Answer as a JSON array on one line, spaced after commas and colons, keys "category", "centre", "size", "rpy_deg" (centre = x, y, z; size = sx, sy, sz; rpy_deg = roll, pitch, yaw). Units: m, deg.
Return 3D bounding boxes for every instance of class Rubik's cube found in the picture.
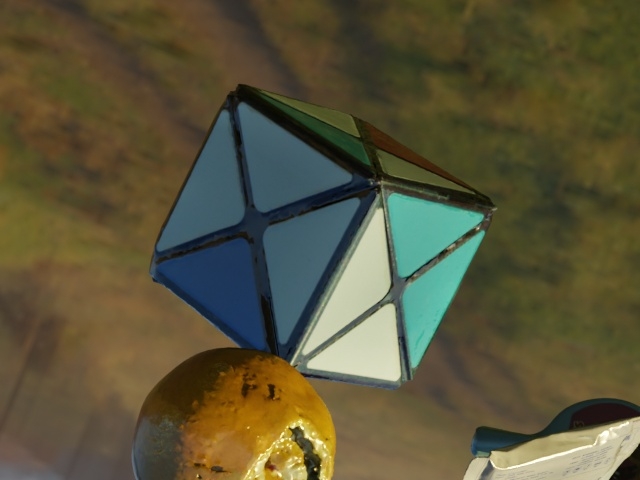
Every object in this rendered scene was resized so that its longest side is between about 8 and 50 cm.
[{"category": "Rubik's cube", "centre": [0.000, 0.000, 2.197], "size": [0.250, 0.246, 0.248], "rpy_deg": [35, -165, 34]}]

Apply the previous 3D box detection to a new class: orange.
[{"category": "orange", "centre": [-0.059, 0.153, 1.446], "size": [0.154, 0.155, 0.134], "rpy_deg": [27, 165, -34]}]

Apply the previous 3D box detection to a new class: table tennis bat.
[{"category": "table tennis bat", "centre": [0.301, 0.257, 2.416], "size": [0.244, 0.153, 0.040], "rpy_deg": [5, 149, 24]}]

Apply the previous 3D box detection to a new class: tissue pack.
[{"category": "tissue pack", "centre": [0.198, 0.201, 1.722], "size": [0.193, 0.026, 0.122], "rpy_deg": [-12, 147, -25]}]
